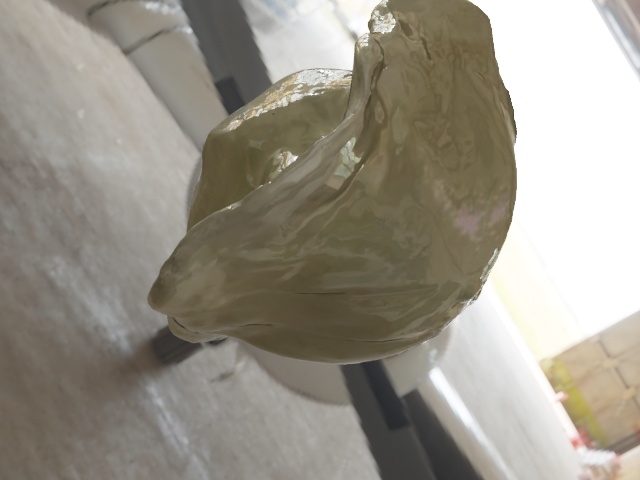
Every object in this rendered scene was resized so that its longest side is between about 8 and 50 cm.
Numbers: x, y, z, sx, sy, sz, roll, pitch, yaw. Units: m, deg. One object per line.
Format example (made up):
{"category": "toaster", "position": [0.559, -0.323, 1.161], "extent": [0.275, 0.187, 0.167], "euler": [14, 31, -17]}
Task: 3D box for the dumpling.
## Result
{"category": "dumpling", "position": [0.000, 0.000, 0.702], "extent": [0.187, 0.318, 0.243], "euler": [44, 34, 11]}
